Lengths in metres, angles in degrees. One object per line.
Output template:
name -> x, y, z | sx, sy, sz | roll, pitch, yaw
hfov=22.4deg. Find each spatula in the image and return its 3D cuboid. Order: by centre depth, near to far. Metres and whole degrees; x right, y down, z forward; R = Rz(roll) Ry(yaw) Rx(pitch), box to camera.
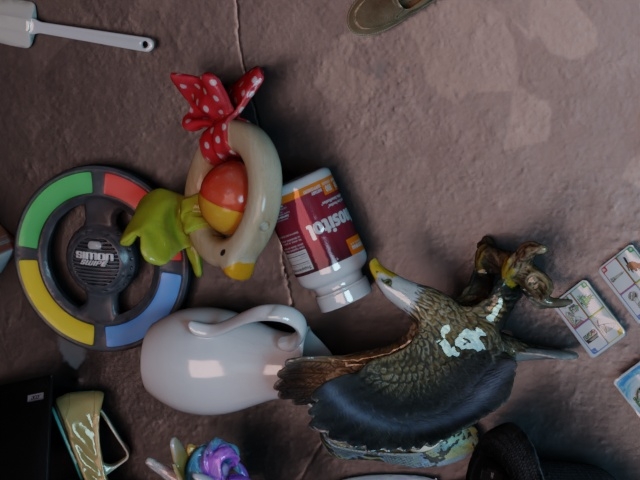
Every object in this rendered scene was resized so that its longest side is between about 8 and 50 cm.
spatula -> -0.297, -0.303, 1.900 | 0.242, 0.019, 0.168 | 11, 99, 14

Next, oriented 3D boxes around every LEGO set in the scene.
LEGO set -> 0.399, 0.111, 1.762 | 0.182, 0.060, 0.244 | -42, 78, 24

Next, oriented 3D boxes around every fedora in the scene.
fedora -> 0.267, 0.360, 1.755 | 0.152, 0.334, 0.334 | -4, 102, -13

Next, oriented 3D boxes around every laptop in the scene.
laptop -> -0.354, 0.319, 2.003 | 0.234, 0.136, 0.264 | -15, 122, 43

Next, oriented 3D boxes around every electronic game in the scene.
electronic game -> -0.263, 0.022, 1.939 | 0.229, 0.048, 0.229 | 4, 102, 17

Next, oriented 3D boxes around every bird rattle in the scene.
bird rattle -> -0.101, -0.067, 1.806 | 0.207, 0.143, 0.254 | 41, 109, 46

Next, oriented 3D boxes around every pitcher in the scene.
pitcher -> -0.103, 0.125, 1.852 | 0.207, 0.125, 0.178 | 2, 141, 15

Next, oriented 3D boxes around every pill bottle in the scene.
pill bottle -> 0.000, 0.000, 1.832 | 0.086, 0.086, 0.152 | -22, 95, 20

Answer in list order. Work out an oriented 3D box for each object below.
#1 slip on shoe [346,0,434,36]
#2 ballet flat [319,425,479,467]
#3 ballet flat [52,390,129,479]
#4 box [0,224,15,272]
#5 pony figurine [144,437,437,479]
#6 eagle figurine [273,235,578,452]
slip on shoe -> 0.085, -0.264, 1.772 | 0.135, 0.041, 0.051 | -21, 94, 20
ballet flat -> 0.085, 0.223, 1.856 | 0.188, 0.070, 0.070 | -5, 100, 17
ballet flat -> -0.264, 0.294, 1.986 | 0.073, 0.080, 0.232 | -18, 99, -10
box -> -0.473, -0.007, 1.954 | 0.170, 0.130, 0.091 | 42, 109, 5
pony figurine -> -0.035, 0.406, 1.855 | 0.351, 0.303, 0.364 | 10, 119, 24
eagle figurine -> 0.113, 0.118, 1.742 | 0.225, 0.226, 0.298 | 38, 82, 30
